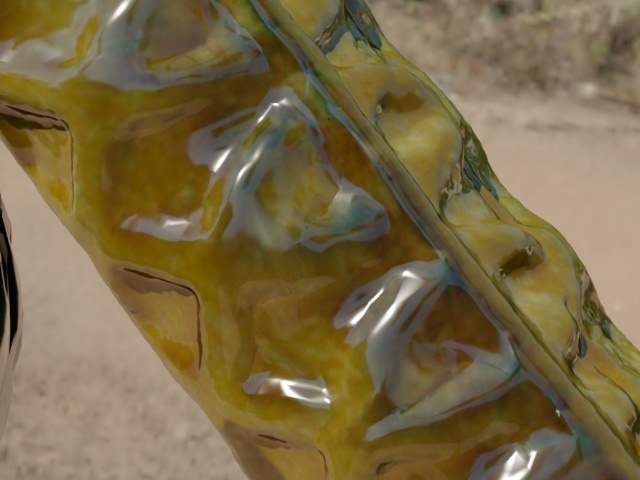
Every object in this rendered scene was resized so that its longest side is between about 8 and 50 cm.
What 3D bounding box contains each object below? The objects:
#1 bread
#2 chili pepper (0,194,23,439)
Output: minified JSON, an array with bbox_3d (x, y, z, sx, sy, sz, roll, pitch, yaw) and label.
[{"bbox_3d":[0.001,0.000,0.477,0.269,0.087,0.098,52,34,2],"label":"bread"},{"bbox_3d":[-0.183,0.067,0.366,0.233,0.257,0.248,10,-5,12],"label":"chili pepper"}]
